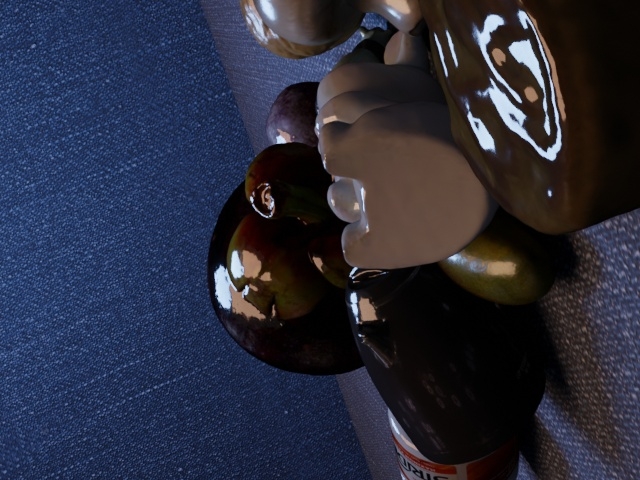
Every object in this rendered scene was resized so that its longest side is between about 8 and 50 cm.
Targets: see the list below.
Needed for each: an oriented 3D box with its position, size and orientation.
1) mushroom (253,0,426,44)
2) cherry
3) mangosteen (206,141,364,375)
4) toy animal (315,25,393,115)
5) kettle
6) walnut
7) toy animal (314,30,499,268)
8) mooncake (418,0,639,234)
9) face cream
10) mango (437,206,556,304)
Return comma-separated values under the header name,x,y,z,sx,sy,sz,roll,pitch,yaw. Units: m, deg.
name,x,y,z,sx,sy,sz,roll,pitch,yaw
mushroom,0.041,-0.334,1.215,0.243,0.243,0.244,158,90,-81
cherry,-0.001,-0.186,1.819,0.195,0.195,0.195,158,90,-81
mangosteen,0.000,0.000,1.581,0.435,0.382,0.382,76,168,-48
toy animal,0.058,-0.217,1.432,0.093,0.225,0.121,11,135,25
kettle,0.156,0.111,1.399,0.207,0.268,0.290,-20,115,42
walnut,-0.030,-0.371,1.469,0.213,0.213,0.213,158,90,-81
toy animal,0.115,-0.127,1.235,0.368,0.241,0.196,-99,1,-61
mooncake,0.192,-0.147,0.837,0.284,0.155,0.285,160,90,-81
face cream,0.216,0.311,1.637,0.187,0.201,0.201,77,167,-45
mango,0.201,0.009,1.259,0.133,0.111,0.267,47,-179,-20
